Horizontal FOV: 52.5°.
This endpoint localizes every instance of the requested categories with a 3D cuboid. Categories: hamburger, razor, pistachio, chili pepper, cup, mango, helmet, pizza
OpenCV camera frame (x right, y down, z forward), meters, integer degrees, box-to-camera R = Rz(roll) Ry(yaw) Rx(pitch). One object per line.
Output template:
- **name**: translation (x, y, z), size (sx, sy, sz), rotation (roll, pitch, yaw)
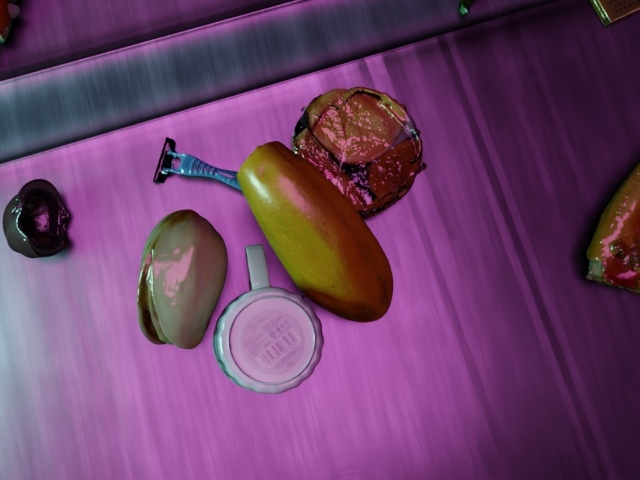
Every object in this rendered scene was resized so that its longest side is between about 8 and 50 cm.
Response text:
- **hamburger**: translation (0.060, -0.148, 1.086), size (0.231, 0.107, 0.231), rotation (1, 79, -5)
- **razor**: translation (-0.149, -0.102, 1.087), size (0.253, 0.042, 0.082), rotation (17, 80, -5)
- **pistachio**: translation (-0.219, 0.058, 1.012), size (0.144, 0.144, 0.215), rotation (8, 80, -5)
- **chili pepper**: translation (0.296, -0.458, 1.186), size (0.118, 0.035, 0.055), rotation (-29, 71, -13)
- **cup**: translation (-0.096, 0.130, 0.984), size (0.167, 0.202, 0.221), rotation (-36, 88, -12)
- **mango**: translation (0.001, 0.000, 0.976), size (0.144, 0.187, 0.359), rotation (-41, 128, -5)
- **helmet**: translation (-0.455, -0.029, 1.023), size (0.070, 0.098, 0.123), rotation (-14, 80, 23)
- **pizza**: translation (0.715, -0.005, 1.132), size (0.406, 0.130, 0.440), rotation (44, 81, 2)

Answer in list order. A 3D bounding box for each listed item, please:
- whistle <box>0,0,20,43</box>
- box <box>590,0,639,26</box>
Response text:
- **whistle**: translation (-0.551, -0.378, 1.047), size (0.102, 0.106, 0.253), rotation (13, 81, 12)
- **box**: translation (0.545, -0.479, 1.222), size (0.090, 0.023, 0.133), rotation (-28, 87, -10)
